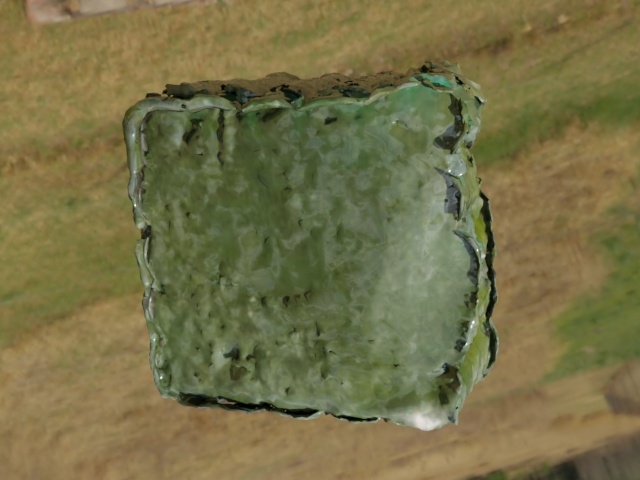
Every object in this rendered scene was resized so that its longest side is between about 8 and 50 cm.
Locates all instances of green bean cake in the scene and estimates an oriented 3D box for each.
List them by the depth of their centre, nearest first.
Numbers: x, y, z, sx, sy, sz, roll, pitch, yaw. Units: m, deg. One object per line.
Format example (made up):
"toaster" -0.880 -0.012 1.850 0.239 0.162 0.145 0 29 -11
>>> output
"green bean cake" 0.000 0.000 0.742 0.255 0.241 0.132 -1 -170 22
